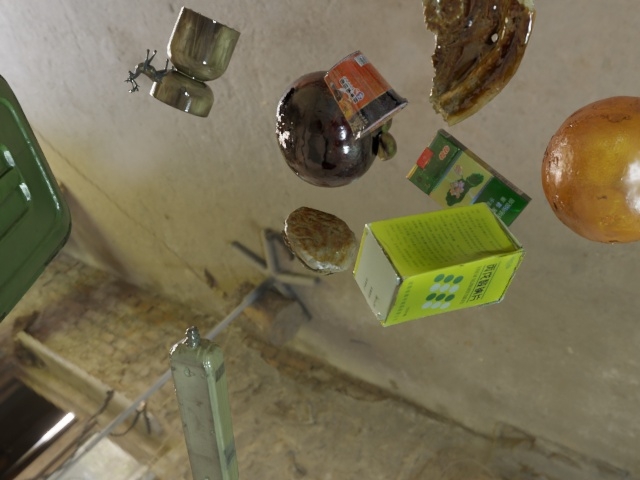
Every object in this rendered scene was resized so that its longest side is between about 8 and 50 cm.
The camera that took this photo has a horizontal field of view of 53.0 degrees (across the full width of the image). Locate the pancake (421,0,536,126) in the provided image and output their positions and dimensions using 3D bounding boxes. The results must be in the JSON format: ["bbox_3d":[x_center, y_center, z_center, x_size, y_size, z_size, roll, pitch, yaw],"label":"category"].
[{"bbox_3d":[0.246,-0.360,1.141,0.244,0.057,0.266,46,124,-4],"label":"pancake"}]

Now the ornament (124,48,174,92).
[{"bbox_3d":[-0.393,-0.374,1.456,0.073,0.028,0.125,34,123,-27],"label":"ornament"}]

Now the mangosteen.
[{"bbox_3d":[0.034,-0.297,1.721,0.330,0.330,0.330,27,141,24],"label":"mangosteen"}]

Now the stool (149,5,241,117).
[{"bbox_3d":[-0.357,-0.508,1.833,0.179,0.179,0.264,31,104,20],"label":"stool"}]

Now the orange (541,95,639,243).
[{"bbox_3d":[0.479,-0.113,1.040,0.240,0.240,0.240,27,141,24],"label":"orange"}]

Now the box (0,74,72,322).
[{"bbox_3d":[-0.456,-0.033,0.738,0.178,0.328,0.252,-9,118,7],"label":"box"}]

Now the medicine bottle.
[{"bbox_3d":[0.197,0.040,1.095,0.137,0.250,0.141,99,151,-42],"label":"medicine bottle"}]

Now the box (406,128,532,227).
[{"bbox_3d":[0.301,-0.109,1.325,0.235,0.034,0.132,43,128,14],"label":"box"}]

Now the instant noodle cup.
[{"bbox_3d":[0.078,-0.277,1.213,0.135,0.127,0.127,55,144,-3],"label":"instant noodle cup"}]

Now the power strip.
[{"bbox_3d":[-0.214,0.316,1.194,0.092,0.066,0.387,8,121,18],"label":"power strip"}]

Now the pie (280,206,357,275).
[{"bbox_3d":[0.000,0.000,1.554,0.193,0.163,0.079,54,157,17],"label":"pie"}]
